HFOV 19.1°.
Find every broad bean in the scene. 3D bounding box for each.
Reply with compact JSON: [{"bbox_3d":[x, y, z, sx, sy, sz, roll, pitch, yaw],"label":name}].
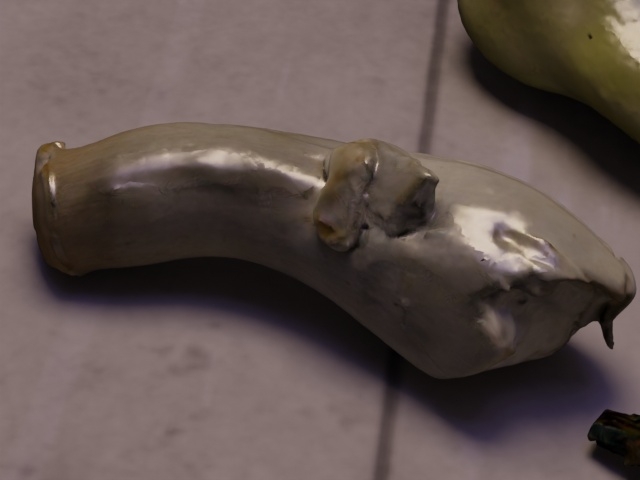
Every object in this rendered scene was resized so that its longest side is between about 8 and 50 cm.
[{"bbox_3d":[0.195,-0.103,0.987,0.263,0.121,0.189,39,42,13],"label":"broad bean"}]

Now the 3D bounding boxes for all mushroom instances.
[{"bbox_3d":[0.002,-0.002,0.844,0.278,0.096,0.099,15,-4,12],"label":"mushroom"}]

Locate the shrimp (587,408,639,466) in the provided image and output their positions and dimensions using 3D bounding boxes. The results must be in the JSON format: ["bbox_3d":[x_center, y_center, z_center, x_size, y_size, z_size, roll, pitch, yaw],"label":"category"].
[{"bbox_3d":[0.165,0.125,0.724,0.150,0.051,0.217,-39,36,-22],"label":"shrimp"}]
